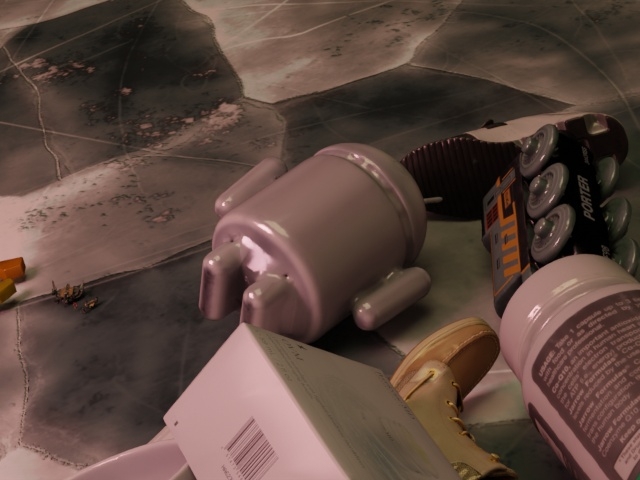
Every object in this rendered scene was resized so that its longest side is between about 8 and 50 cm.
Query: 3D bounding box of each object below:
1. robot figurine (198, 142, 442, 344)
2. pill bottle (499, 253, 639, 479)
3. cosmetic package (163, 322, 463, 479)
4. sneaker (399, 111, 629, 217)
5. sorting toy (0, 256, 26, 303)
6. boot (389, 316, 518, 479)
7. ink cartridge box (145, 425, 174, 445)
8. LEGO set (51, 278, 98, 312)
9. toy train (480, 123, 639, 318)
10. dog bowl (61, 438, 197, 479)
[{"bbox_3d":[0.000,0.000,1.729,0.300,0.199,0.353,41,54,20],"label":"robot figurine"},{"bbox_3d":[0.330,0.170,1.339,0.204,0.204,0.361,-18,32,-10],"label":"pill bottle"},{"bbox_3d":[0.008,0.220,1.278,0.138,0.225,0.224,-50,49,14],"label":"cosmetic package"},{"bbox_3d":[0.275,-0.117,1.933,0.331,0.122,0.146,-9,13,6],"label":"sneaker"},{"bbox_3d":[-0.585,0.106,1.919,0.307,0.041,0.229,-12,27,0],"label":"sorting toy"},{"bbox_3d":[0.149,0.206,1.432,0.262,0.095,0.203,-38,38,-22],"label":"boot"},{"bbox_3d":[-0.083,0.223,1.562,0.225,0.056,0.181,-8,26,45],"label":"ink cartridge box"},{"bbox_3d":[-0.355,0.083,1.894,0.054,0.023,0.083,-27,48,-20],"label":"LEGO set"},{"bbox_3d":[0.290,-0.003,1.665,0.142,0.190,0.334,25,35,-16],"label":"toy train"},{"bbox_3d":[-0.218,0.303,1.306,0.265,0.104,0.265,-24,8,4],"label":"dog bowl"}]
